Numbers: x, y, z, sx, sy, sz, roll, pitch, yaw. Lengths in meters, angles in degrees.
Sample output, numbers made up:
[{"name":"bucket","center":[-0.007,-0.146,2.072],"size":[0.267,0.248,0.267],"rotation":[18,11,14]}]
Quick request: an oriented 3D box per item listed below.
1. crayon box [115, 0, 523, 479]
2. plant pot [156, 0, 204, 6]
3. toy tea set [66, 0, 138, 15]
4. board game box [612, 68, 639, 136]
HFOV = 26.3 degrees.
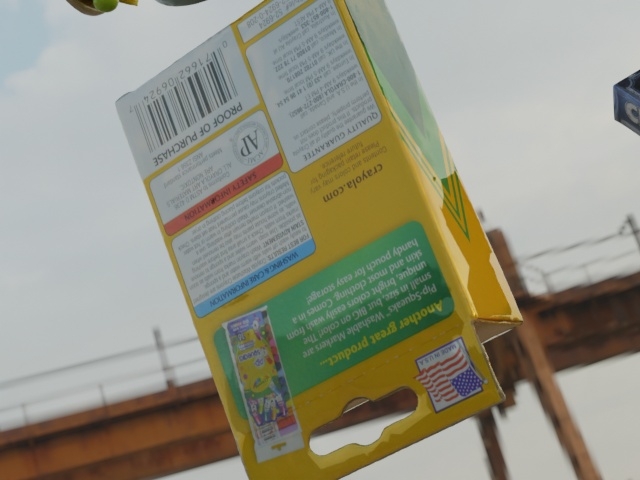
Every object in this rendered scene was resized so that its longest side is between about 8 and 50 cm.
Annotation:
[{"name":"crayon box","center":[0.000,0.000,0.947],"size":[0.203,0.323,0.083],"rotation":[-30,-19,27]},{"name":"plant pot","center":[-0.150,-0.436,1.457],"size":[0.293,0.293,0.235],"rotation":[-27,-49,24]},{"name":"toy tea set","center":[-0.161,-0.346,1.047],"size":[0.124,0.336,0.200],"rotation":[-15,-36,26]},{"name":"board game box","center":[0.386,-0.097,1.135],"size":[0.165,0.243,0.042],"rotation":[-31,-44,-17]}]
